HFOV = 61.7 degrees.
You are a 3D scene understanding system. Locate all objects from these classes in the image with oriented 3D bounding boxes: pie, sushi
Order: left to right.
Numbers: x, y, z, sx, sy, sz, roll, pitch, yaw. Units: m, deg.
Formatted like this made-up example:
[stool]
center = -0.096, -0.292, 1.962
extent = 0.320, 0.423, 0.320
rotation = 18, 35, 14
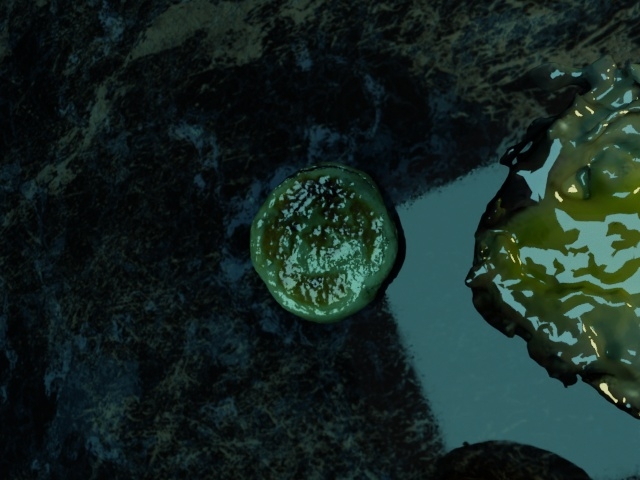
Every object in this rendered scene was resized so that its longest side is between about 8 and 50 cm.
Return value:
[pie]
center = 0.000, 0.000, 0.793
extent = 0.240, 0.054, 0.240
rotation = -2, 84, 20
[sushi]
center = 0.304, 0.000, 0.539
extent = 0.281, 0.294, 0.299
rotation = 26, 95, 21

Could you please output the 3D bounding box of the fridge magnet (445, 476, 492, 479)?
[fridge magnet]
center = 0.203, 0.463, 0.609
extent = 0.364, 0.155, 0.363
rotation = 1, 91, 37
